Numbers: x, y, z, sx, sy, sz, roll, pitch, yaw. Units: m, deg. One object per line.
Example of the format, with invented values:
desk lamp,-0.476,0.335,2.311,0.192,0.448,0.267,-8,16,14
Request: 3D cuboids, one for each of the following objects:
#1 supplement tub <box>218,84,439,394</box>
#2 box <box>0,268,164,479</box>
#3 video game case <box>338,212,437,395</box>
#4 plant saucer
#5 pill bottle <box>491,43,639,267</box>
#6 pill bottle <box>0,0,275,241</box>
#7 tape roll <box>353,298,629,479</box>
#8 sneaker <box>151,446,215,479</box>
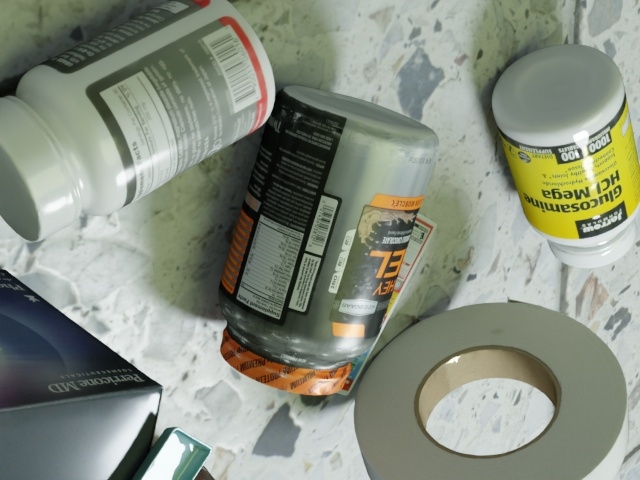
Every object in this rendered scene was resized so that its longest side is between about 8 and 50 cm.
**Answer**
supplement tub,0.000,0.000,1.407,0.207,0.207,0.338,2,111,-47
box,-0.353,0.160,1.062,0.296,0.294,0.183,-3,114,-46
video game case,0.041,0.070,1.630,0.204,0.025,0.285,26,92,-50
plant saucer,-0.172,0.258,1.068,0.192,0.018,0.067,-57,142,-10
pill bottle,0.381,-0.114,1.753,0.188,0.188,0.334,-46,137,-18
pill bottle,-0.199,-0.124,1.164,0.283,0.161,0.161,-33,133,-28
tape roll,0.241,0.245,1.662,0.392,0.392,0.072,-38,134,-25
sneaker,-0.215,0.301,1.443,0.276,0.135,0.097,36,97,-27
